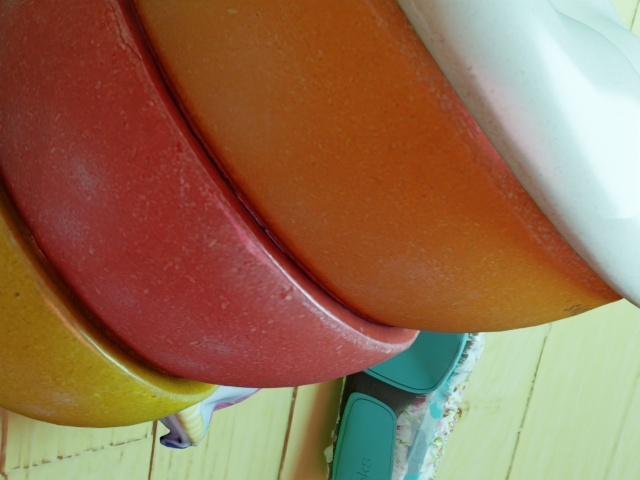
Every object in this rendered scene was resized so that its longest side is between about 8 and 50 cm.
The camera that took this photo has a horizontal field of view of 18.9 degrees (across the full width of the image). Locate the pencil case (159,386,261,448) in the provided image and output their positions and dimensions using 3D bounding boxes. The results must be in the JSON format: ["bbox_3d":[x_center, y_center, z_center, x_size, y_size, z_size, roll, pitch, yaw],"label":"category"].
[{"bbox_3d":[0.000,0.000,1.073,0.273,0.113,0.124,-34,180,-8],"label":"pencil case"}]

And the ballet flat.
[{"bbox_3d":[0.058,0.083,1.231,0.077,0.091,0.241,-38,154,-50],"label":"ballet flat"}]

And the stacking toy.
[{"bbox_3d":[-0.093,-0.026,0.903,0.480,0.351,0.350,-31,140,15],"label":"stacking toy"}]
